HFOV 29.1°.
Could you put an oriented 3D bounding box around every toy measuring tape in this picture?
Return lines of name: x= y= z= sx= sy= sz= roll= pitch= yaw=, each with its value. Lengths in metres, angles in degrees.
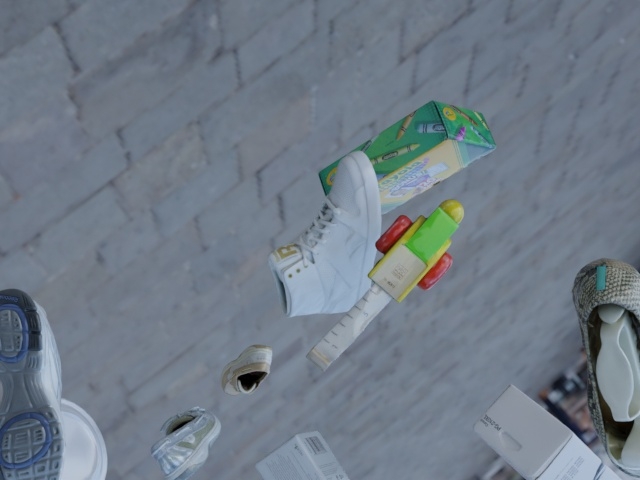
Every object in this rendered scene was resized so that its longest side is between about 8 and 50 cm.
toy measuring tape: x=0.100 y=0.065 z=1.869 sx=0.330 sy=0.121 sz=0.121 roll=-48 pitch=165 yaw=-6

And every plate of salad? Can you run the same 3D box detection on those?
plate of salad: x=-0.459 y=0.373 z=2.164 sx=0.048 sy=0.200 sz=0.200 roll=-26 pitch=175 yaw=36

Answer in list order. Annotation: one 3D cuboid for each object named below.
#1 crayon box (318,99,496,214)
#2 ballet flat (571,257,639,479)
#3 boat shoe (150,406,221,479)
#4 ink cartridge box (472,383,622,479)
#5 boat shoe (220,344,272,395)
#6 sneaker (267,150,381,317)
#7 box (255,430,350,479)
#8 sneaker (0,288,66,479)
crayon box: x=0.155 y=-0.144 z=2.231 sx=0.278 sy=0.081 sz=0.165 roll=-31 pitch=159 yaw=33
ballet flat: x=0.520 y=0.267 z=2.084 sx=0.164 sy=0.483 sz=0.182 roll=-11 pitch=-156 yaw=22
boat shoe: x=-0.290 y=0.413 z=2.600 sx=0.118 sy=0.103 sz=0.320 roll=-39 pitch=-173 yaw=11
ink cartridge box: x=0.372 y=0.352 z=1.929 sx=0.100 sy=0.172 sz=0.237 roll=-49 pitch=124 yaw=-2
boat shoe: x=-0.137 y=0.248 z=2.235 sx=0.063 sy=0.059 sz=0.170 roll=11 pitch=145 yaw=-21
sneaker: x=0.000 y=0.000 z=2.012 sx=0.169 sy=0.108 sz=0.292 roll=-8 pitch=119 yaw=-22
box: x=-0.027 y=0.358 z=1.894 sx=0.087 sy=0.102 sz=0.101 roll=-37 pitch=165 yaw=13
sneaker: x=-0.386 y=0.213 z=1.671 sx=0.111 sy=0.297 sz=0.129 roll=-4 pitch=177 yaw=7
